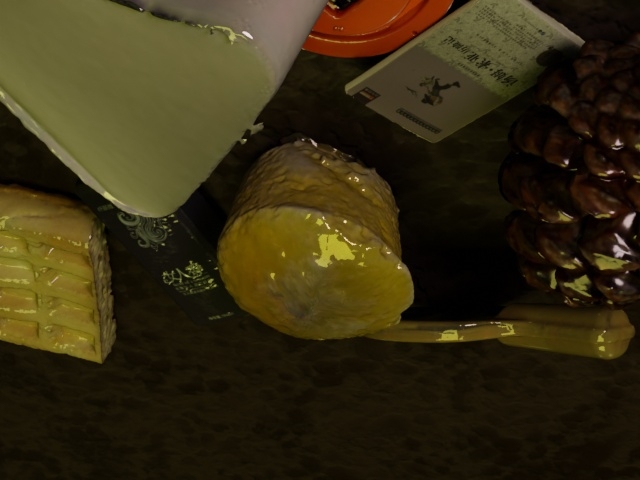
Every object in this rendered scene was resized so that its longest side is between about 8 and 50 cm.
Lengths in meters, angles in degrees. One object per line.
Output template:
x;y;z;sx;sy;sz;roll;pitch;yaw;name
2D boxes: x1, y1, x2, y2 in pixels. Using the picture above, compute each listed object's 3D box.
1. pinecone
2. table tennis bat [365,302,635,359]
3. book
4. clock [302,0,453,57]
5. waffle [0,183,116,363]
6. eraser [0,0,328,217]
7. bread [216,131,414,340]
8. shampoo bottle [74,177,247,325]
0.258;-0.047;0.885;0.224;0.224;0.273;14;144;-1;pinecone
0.176;0.087;1.071;0.198;0.050;0.320;-3;180;-38;table tennis bat
0.126;-0.151;0.925;0.127;0.014;0.181;23;141;-38;book
0.015;-0.234;0.857;0.205;0.051;0.205;7;140;6;clock
-0.337;0.045;1.262;0.167;0.057;0.274;12;140;2;waffle
-0.179;-0.190;0.856;0.331;0.150;0.331;18;151;10;eraser
-0.002;0.004;1.040;0.197;0.171;0.197;5;138;5;bread
-0.175;-0.030;1.127;0.098;0.071;0.309;-12;132;30;shampoo bottle
